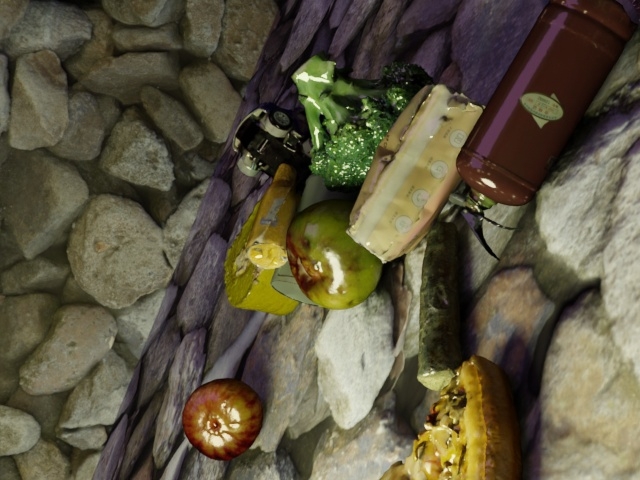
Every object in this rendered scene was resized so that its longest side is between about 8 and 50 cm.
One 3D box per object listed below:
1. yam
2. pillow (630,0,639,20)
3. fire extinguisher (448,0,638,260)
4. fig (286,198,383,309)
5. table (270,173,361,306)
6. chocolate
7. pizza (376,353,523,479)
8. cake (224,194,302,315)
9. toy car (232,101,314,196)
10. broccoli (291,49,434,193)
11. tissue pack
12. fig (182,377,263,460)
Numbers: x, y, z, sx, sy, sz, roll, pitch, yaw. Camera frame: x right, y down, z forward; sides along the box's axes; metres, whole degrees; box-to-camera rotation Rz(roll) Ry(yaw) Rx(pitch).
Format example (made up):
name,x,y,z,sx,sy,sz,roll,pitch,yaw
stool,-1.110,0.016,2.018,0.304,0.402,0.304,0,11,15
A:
name,x,y,z,sx,sy,sz,roll,pitch,yaw
yam,0.162,0.081,1.145,0.061,0.061,0.274,-47,25,41
pillow,0.414,-0.347,1.050,0.185,0.043,0.118,-84,21,-52
fire extinguisher,0.270,-0.148,1.074,0.135,0.114,0.337,41,106,43
fig,0.030,0.016,1.418,0.181,0.181,0.191,-47,-2,41
table,0.000,0.000,1.573,0.126,0.126,0.220,-22,47,63
chocolate,-0.082,-0.053,1.545,0.085,0.085,0.219,-45,27,44
pizza,0.137,0.254,0.975,0.287,0.074,0.251,-17,47,63
cake,-0.088,0.033,1.723,0.261,0.156,0.179,-57,35,36
toy car,-0.068,-0.214,1.883,0.172,0.235,0.158,-47,13,39
broccoli,0.070,-0.216,1.469,0.270,0.270,0.270,-46,4,4
tissue pack,0.145,-0.102,1.239,0.257,0.123,0.215,-57,-12,13
fig,-0.182,0.346,1.609,0.149,0.148,0.202,-46,-23,-23
